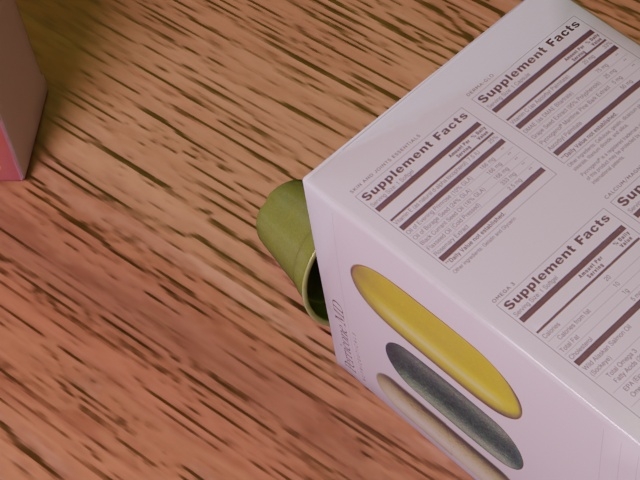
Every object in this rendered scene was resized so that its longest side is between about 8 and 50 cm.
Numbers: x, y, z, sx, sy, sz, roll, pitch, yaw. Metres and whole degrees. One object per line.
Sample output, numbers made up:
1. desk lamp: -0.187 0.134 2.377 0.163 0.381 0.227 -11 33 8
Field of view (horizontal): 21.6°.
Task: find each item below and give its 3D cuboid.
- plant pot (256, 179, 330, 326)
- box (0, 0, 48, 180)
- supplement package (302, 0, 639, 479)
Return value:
1. plant pot: 0.000 0.000 1.072 0.083 0.083 0.079 -36 46 -18
2. box: -0.290 -0.114 1.151 0.170 0.130 0.091 1 54 8
3. supplement package: 0.157 0.036 0.944 0.198 0.199 0.263 -40 59 -19
